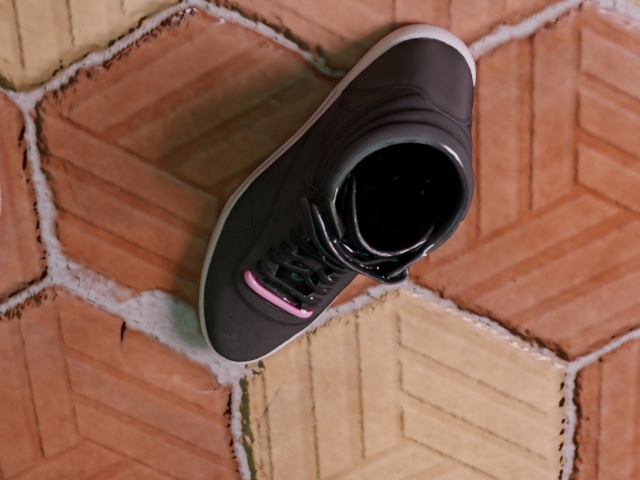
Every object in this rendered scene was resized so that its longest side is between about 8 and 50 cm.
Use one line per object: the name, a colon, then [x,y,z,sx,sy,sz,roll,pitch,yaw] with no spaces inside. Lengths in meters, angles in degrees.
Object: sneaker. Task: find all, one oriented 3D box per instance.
sneaker: [0.000,0.000,0.943,0.105,0.147,0.295,31,117,-14]
